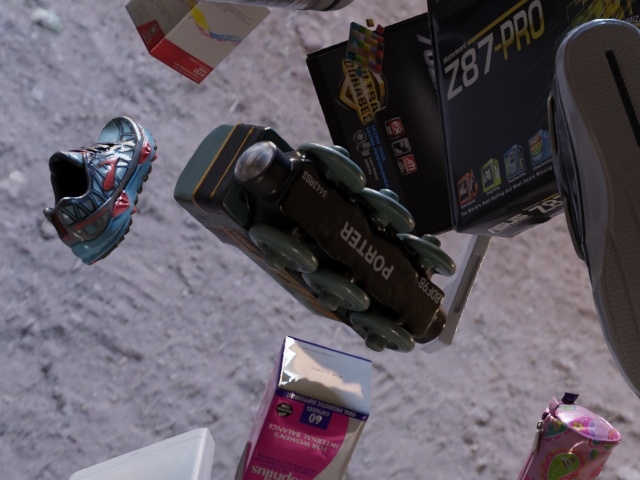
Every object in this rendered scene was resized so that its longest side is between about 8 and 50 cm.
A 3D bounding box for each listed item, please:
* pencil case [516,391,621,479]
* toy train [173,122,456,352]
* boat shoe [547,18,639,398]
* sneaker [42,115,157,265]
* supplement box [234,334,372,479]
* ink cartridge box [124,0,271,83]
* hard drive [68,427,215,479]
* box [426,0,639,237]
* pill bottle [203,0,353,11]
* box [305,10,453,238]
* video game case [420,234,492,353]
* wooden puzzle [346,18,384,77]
[{"bbox_3d":[0.332,0.371,1.922,0.124,0.284,0.124,21,16,-6],"label":"pencil case"},{"bbox_3d":[0.000,0.000,1.364,0.334,0.190,0.142,41,72,-40],"label":"toy train"},{"bbox_3d":[0.270,-0.018,1.094,0.121,0.119,0.335,-8,77,-1],"label":"boat shoe"},{"bbox_3d":[-0.306,-0.097,1.778,0.125,0.104,0.262,43,34,-30],"label":"sneaker"},{"bbox_3d":[-0.026,0.242,1.534,0.111,0.220,0.114,17,29,-5],"label":"supplement box"},{"bbox_3d":[-0.193,-0.369,2.070,0.127,0.176,0.128,28,26,-48],"label":"ink cartridge box"},{"bbox_3d":[-0.272,0.387,1.817,0.353,0.233,0.047,-91,161,-73],"label":"hard drive"},{"bbox_3d":[0.260,-0.208,1.345,0.097,0.395,0.318,5,73,-27],"label":"box"},{"bbox_3d":[-0.041,-0.373,1.598,0.318,0.176,0.176,-1,59,-31],"label":"pill bottle"},{"bbox_3d":[0.163,-0.161,1.783,0.073,0.293,0.296,-12,84,-82],"label":"box"},{"bbox_3d":[0.189,0.070,1.806,0.022,0.190,0.173,22,81,0],"label":"video game case"},{"bbox_3d":[0.053,-0.227,1.533,0.049,0.006,0.083,21,65,-32],"label":"wooden puzzle"}]
